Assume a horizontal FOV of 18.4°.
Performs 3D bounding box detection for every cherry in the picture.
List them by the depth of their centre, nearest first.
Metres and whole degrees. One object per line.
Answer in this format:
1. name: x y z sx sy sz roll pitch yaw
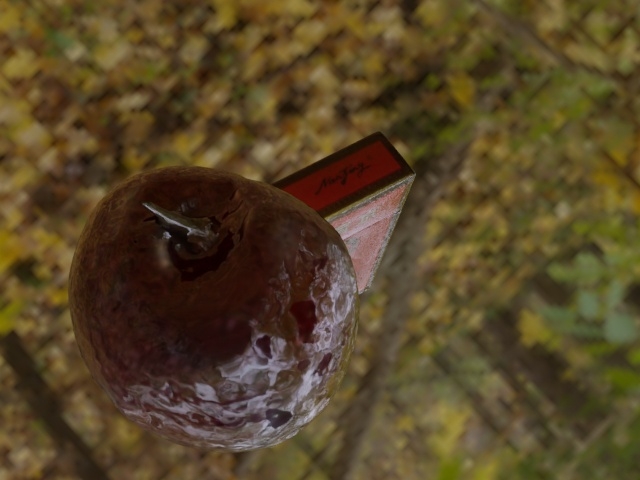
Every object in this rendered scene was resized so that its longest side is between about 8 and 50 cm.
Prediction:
1. cherry: -0.081 0.061 1.554 0.300 0.230 0.203 78 21 -57

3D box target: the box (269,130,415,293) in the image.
1. box: 0.000 0.001 2.081 0.153 0.074 0.240 -23 155 -24
